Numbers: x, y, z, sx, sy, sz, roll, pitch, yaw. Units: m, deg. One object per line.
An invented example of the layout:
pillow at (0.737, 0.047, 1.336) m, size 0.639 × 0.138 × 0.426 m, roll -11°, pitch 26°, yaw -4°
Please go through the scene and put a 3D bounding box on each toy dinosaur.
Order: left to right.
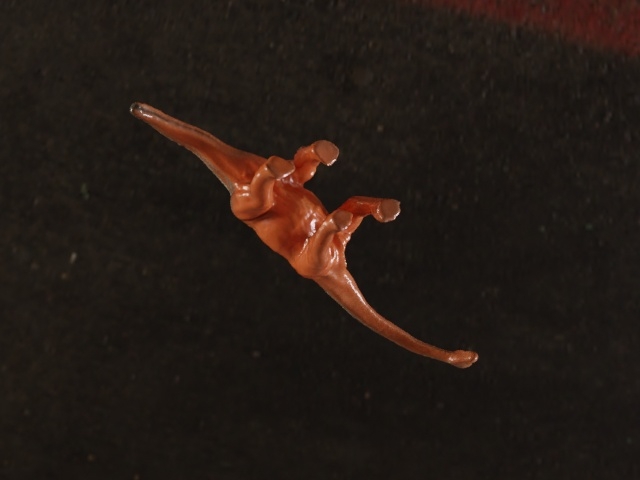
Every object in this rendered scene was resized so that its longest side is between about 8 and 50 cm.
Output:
toy dinosaur at (0.003, -0.005, 0.845) m, size 0.279 × 0.055 × 0.101 m, roll 40°, pitch 148°, yaw -14°
